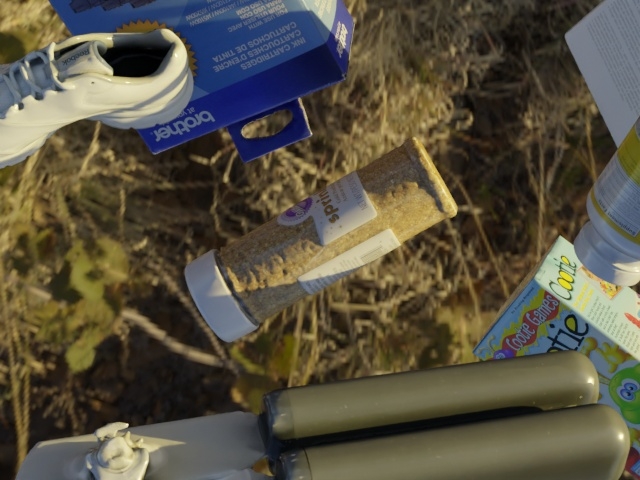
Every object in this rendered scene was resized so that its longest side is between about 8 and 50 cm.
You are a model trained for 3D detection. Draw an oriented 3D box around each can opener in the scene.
[{"bbox_3d":[-0.002,0.109,0.569,0.280,0.074,0.093,-11,131,-8],"label":"can opener"}]

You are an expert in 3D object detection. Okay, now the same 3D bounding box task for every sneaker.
[{"bbox_3d":[-0.270,-0.158,1.249,0.297,0.129,0.111,-19,77,-16],"label":"sneaker"}]

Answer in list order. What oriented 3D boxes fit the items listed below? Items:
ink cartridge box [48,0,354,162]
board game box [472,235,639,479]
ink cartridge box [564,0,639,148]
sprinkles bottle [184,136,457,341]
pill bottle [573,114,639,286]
[{"bbox_3d":[-0.138,-0.278,1.425,0.270,0.151,0.395,-20,124,21],"label":"ink cartridge box"},{"bbox_3d":[0.357,0.150,1.572,0.275,0.144,0.142,38,123,6],"label":"board game box"},{"bbox_3d":[0.382,-0.148,1.225,0.060,0.275,0.239,-14,165,-33],"label":"ink cartridge box"},{"bbox_3d":[0.000,0.000,1.635,0.355,0.121,0.121,-29,115,6],"label":"sprinkles bottle"},{"bbox_3d":[0.314,-0.047,1.165,0.103,0.103,0.184,21,127,-8],"label":"pill bottle"}]
